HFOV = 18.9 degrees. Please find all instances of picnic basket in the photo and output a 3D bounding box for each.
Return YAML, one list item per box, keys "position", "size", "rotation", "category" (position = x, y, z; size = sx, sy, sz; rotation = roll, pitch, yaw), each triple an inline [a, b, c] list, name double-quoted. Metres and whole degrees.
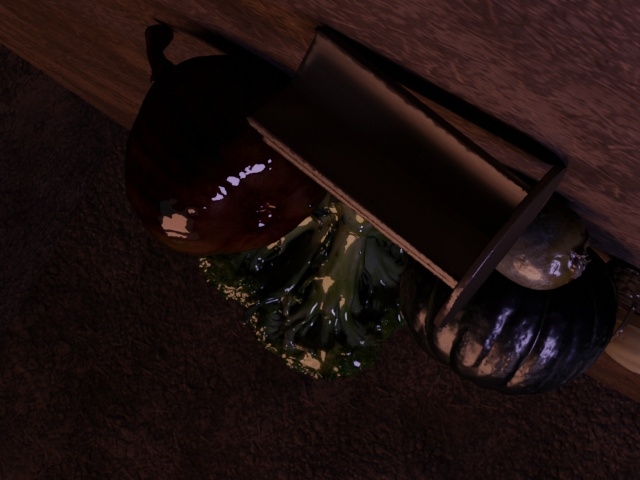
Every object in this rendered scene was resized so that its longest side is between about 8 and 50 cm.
- position: [0.298, 0.068, 1.943]
  size: [0.072, 0.083, 0.072]
  rotation: [30, 176, 2]
  category: "picnic basket"

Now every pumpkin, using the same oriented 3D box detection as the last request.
- position: [0.183, 0.053, 1.878]
  size: [0.220, 0.162, 0.220]
  rotation: [18, -153, -9]
  category: "pumpkin"

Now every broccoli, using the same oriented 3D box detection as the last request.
- position: [0.000, 0.000, 2.304]
  size: [0.321, 0.304, 0.283]
  rotation: [28, 147, -6]
  category: "broccoli"

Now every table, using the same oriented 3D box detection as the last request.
- position: [0.061, -0.062, 1.569]
  size: [0.226, 0.167, 0.167]
  rotation: [38, 178, 7]
  category: "table"

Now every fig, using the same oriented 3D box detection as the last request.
- position: [-0.130, -0.125, 2.044]
  size: [0.217, 0.217, 0.321]
  rotation: [33, -166, -44]
  category: "fig"

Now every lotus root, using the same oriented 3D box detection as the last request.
- position: [0.177, -0.013, 1.752]
  size: [0.165, 0.088, 0.088]
  rotation: [35, 180, 33]
  category: "lotus root"

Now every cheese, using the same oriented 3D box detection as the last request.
- position: [0.371, 0.111, 2.105]
  size: [0.163, 0.071, 0.249]
  rotation: [28, 177, 23]
  category: "cheese"
